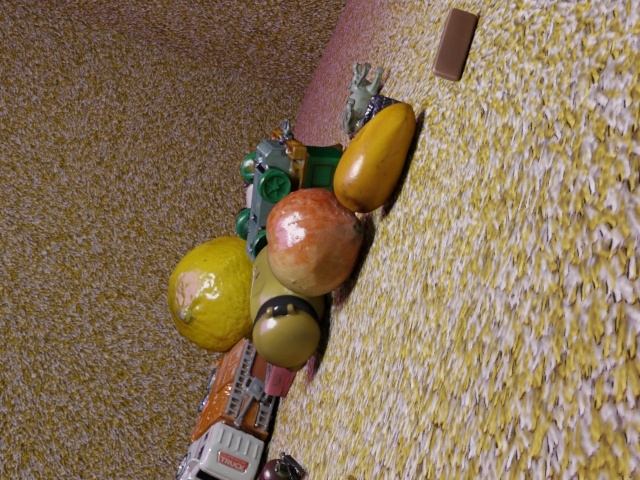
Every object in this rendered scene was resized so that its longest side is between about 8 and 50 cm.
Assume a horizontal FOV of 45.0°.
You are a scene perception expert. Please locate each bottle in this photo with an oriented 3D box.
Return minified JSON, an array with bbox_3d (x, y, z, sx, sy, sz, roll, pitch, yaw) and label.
[{"bbox_3d":[-0.074,0.144,1.680,0.351,0.171,0.171,-90,21,-64],"label":"bottle"}]

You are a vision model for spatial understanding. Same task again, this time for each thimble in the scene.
[{"bbox_3d":[0.124,-0.244,1.603,0.095,0.066,0.104,166,121,-77],"label":"thimble"}]

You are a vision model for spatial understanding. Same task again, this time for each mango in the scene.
[{"bbox_3d":[0.106,-0.153,1.413,0.219,0.112,0.145,-58,10,7],"label":"mango"}]

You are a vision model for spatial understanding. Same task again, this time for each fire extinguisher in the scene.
[{"bbox_3d":[-0.083,0.473,1.421,0.099,0.071,0.231,59,135,41],"label":"fire extinguisher"}]

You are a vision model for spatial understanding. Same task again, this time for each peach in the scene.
[{"bbox_3d":[0.000,0.000,1.527,0.232,0.232,0.233,-161,90,-81],"label":"peach"}]

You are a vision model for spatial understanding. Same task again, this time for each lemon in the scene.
[{"bbox_3d":[-0.250,0.143,2.091,0.336,0.336,0.336,-161,90,-81],"label":"lemon"}]

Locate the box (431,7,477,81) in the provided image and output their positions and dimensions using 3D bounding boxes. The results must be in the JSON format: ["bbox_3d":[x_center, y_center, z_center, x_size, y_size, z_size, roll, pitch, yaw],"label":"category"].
[{"bbox_3d":[0.214,-0.314,1.238,0.025,0.048,0.115,105,-179,-82],"label":"box"}]

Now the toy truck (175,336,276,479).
[{"bbox_3d":[-0.205,0.440,1.888,0.207,0.173,0.388,-51,18,42],"label":"toy truck"}]

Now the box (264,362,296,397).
[{"bbox_3d":[-0.089,0.285,1.851,0.156,0.060,0.111,-85,15,-60],"label":"box"}]

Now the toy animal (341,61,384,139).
[{"bbox_3d":[0.109,-0.369,1.919,0.170,0.089,0.255,111,174,-48],"label":"toy animal"}]

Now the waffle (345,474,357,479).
[{"bbox_3d":[0.013,0.420,1.008,0.125,0.032,0.191,-100,31,-69],"label":"waffle"}]

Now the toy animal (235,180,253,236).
[{"bbox_3d":[-0.130,-0.037,2.285,0.310,0.250,0.251,102,180,-52],"label":"toy animal"}]

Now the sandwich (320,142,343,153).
[{"bbox_3d":[-0.003,-0.181,2.105,0.235,0.128,0.122,-23,-26,-37],"label":"sandwich"}]

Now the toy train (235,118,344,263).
[{"bbox_3d":[-0.065,-0.088,1.906,0.178,0.249,0.429,-135,48,-58],"label":"toy train"}]
